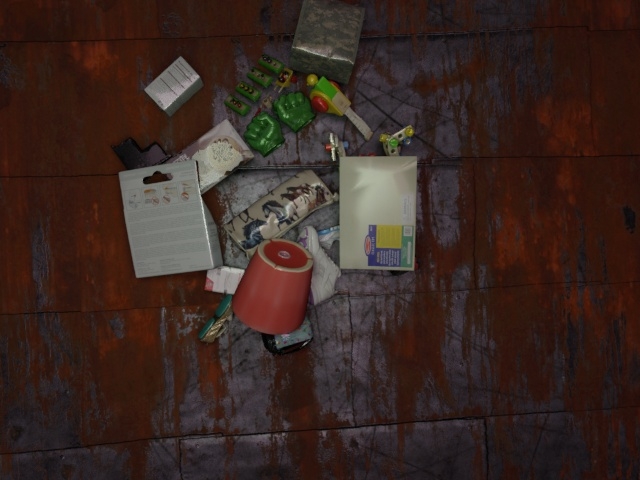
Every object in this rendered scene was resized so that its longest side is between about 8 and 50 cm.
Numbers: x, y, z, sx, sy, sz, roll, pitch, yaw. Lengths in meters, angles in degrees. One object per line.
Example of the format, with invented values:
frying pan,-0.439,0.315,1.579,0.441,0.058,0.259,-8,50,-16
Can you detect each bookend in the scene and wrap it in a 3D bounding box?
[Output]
bookend,-0.647,-0.319,1.886,0.156,0.072,0.157,-37,91,-4

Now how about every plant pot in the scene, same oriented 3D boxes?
plant pot,-0.150,0.142,1.777,0.275,0.275,0.243,17,120,-4

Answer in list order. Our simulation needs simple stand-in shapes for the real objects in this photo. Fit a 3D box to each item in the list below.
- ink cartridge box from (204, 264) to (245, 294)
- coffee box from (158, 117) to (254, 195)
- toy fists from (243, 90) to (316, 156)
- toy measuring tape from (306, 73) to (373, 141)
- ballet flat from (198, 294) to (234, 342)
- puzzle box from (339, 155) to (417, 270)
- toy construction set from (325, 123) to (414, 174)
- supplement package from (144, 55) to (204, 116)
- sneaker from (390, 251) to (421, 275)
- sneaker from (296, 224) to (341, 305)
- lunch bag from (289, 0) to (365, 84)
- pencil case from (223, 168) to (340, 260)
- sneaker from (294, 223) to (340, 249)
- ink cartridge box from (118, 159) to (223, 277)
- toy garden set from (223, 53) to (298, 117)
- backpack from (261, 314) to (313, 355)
ink cartridge box,-0.350,0.143,1.911,0.135,0.056,0.099,10,89,-3
coffee box,-0.408,-0.284,1.868,0.297,0.119,0.168,-36,103,-4
toy fists,-0.156,-0.442,1.911,0.279,0.096,0.142,-39,91,-2
toy measuring tape,0.061,-0.494,1.939,0.330,0.121,0.121,41,87,-25
ballet flat,-0.368,0.293,1.914,0.067,0.073,0.206,38,90,-30
puzzle box,0.202,-0.096,1.842,0.272,0.052,0.408,2,100,9
toy construction set,0.180,-0.312,1.903,0.328,0.151,0.214,-1,119,7
supplement package,-0.528,-0.557,1.880,0.179,0.105,0.105,-44,92,-4
sneaker,0.255,0.013,1.934,0.135,0.097,0.276,-31,93,-6
sneaker,-0.007,0.082,1.897,0.152,0.114,0.304,-17,113,-24
lunch bag,0.027,-0.750,1.885,0.236,0.169,0.286,14,75,-3
pencil case,-0.138,-0.097,1.875,0.410,0.160,0.183,-35,73,-4
sneaker,0.000,0.000,1.934,0.191,0.071,0.082,-15,96,-4
ink cartridge box,-0.531,-0.073,1.831,0.308,0.091,0.384,-7,94,14
toy garden set,-0.218,-0.560,1.879,0.204,0.049,0.244,36,86,30
backpack,-0.116,0.339,1.886,0.182,0.152,0.115,-15,100,-16
